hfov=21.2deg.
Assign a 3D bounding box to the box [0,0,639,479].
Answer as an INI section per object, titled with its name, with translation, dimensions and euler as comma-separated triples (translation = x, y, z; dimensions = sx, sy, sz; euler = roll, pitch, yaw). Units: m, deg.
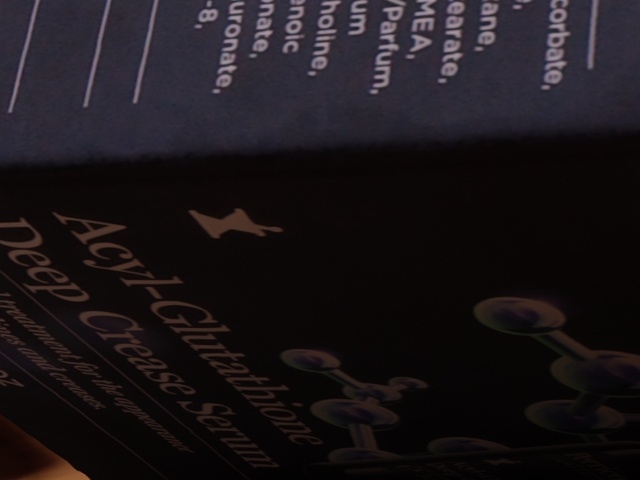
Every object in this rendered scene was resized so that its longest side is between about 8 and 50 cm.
[box]
translation = 0.061, -0.046, 0.575
dimensions = 0.395, 0.212, 0.293
euler = -3, -28, 22
